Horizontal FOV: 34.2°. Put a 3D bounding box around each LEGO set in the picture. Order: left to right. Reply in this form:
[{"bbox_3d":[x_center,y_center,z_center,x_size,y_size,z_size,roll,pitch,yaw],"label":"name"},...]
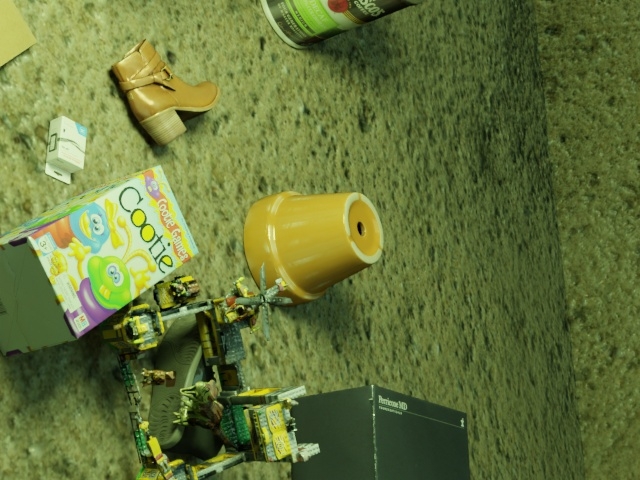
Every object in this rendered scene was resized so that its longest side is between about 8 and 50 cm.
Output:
[{"bbox_3d":[-0.140,0.202,1.412,0.255,0.192,0.331,-3,84,-40],"label":"LEGO set"}]

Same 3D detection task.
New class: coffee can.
[{"bbox_3d":[0.044,-0.512,2.029,0.201,0.275,0.201,28,55,-49],"label":"coffee can"}]

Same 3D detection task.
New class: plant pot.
[{"bbox_3d":[0.000,0.000,1.832,0.205,0.188,0.205,28,55,-49],"label":"plant pot"}]

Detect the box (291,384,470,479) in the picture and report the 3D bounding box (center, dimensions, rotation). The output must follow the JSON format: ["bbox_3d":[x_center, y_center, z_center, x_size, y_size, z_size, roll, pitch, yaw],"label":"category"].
[{"bbox_3d":[0.116,0.444,1.837,0.343,0.179,0.312,26,57,-50],"label":"box"}]

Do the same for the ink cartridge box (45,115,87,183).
[{"bbox_3d":[-0.362,-0.128,1.480,0.048,0.028,0.083,27,56,-49],"label":"ink cartridge box"}]

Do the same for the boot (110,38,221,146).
[{"bbox_3d":[-0.245,-0.258,1.677,0.152,0.073,0.197,58,33,-17],"label":"boot"}]

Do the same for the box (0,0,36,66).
[{"bbox_3d":[-0.481,-0.293,1.374,0.164,0.021,0.201,61,34,-21],"label":"box"}]

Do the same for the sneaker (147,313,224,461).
[{"bbox_3d":[-0.187,0.217,1.570,0.118,0.083,0.222,39,57,-49],"label":"sneaker"}]

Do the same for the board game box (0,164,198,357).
[{"bbox_3d":[-0.313,0.021,1.387,0.275,0.142,0.144,-41,112,-55],"label":"board game box"}]
